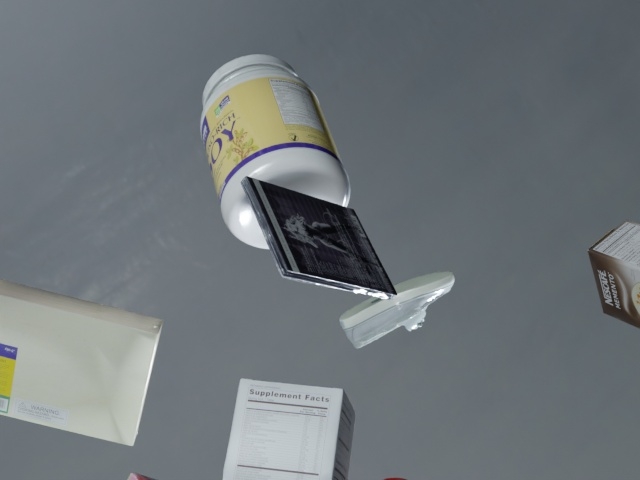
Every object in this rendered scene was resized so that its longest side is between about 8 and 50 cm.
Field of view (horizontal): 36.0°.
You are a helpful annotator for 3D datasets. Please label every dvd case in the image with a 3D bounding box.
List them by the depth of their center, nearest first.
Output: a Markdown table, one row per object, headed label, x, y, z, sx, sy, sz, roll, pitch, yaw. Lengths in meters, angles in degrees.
| label | x | y | z | sx | sy | sz | roll | pitch | yaw |
| --- | --- | --- | --- | --- | --- | --- | --- | --- | --- |
| dvd case | 0.000 | 0.000 | 1.344 | 0.221 | 0.164 | 0.018 | 15 | 130 | -46 |

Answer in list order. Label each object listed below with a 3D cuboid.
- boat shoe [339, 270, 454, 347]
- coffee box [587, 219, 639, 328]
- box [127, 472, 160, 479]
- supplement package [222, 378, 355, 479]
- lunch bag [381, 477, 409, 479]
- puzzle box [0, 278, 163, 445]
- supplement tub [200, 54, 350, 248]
| label | x | y | z | sx | sy | sz | roll | pitch | yaw |
| --- | --- | --- | --- | --- | --- | --- | --- | --- | --- |
| boat shoe | 0.150 | 0.130 | 1.822 | 0.228 | 0.081 | 0.079 | -25 | -168 | 0 |
| coffee box | 0.545 | 0.077 | 1.505 | 0.098 | 0.246 | 0.141 | -35 | 123 | -20 |
| box | -0.107 | 0.324 | 0.622 | 0.154 | 0.142 | 0.300 | 27 | 92 | -29 |
| supplement package | -0.042 | 0.309 | 1.220 | 0.134 | 0.139 | 0.244 | 70 | 27 | -65 |
| lunch bag | 0.108 | 0.447 | 1.306 | 0.293 | 0.258 | 0.120 | -20 | 153 | 16 |
| puzzle box | -0.513 | 0.214 | 1.803 | 0.409 | 0.052 | 0.272 | 15 | 119 | -5 |
| supplement tub | -0.097 | -0.174 | 1.875 | 0.241 | 0.331 | 0.241 | -11 | 139 | -10 |
